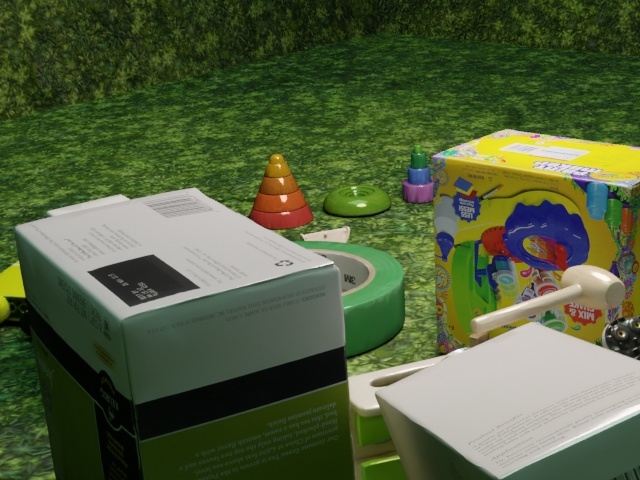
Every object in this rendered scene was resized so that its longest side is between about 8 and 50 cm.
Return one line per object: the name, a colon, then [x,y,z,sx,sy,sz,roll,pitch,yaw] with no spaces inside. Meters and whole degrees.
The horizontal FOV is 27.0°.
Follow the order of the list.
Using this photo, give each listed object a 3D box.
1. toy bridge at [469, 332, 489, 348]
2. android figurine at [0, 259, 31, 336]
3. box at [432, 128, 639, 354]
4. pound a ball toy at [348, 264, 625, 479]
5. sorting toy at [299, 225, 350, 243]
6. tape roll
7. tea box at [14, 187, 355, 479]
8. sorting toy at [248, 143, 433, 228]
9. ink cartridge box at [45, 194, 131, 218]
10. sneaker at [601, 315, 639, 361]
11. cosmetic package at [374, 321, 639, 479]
toy bridge: [0.270,0.160,1.659,0.188,0.063,0.026,11,23,40]
android figurine: [-0.415,0.076,2.050,0.248,0.056,0.273,2,19,15]
box: [0.314,0.022,1.730,0.290,0.279,0.177,12,23,40]
pound a ball toy: [0.170,0.148,1.468,0.319,0.208,0.136,-12,17,-18]
sorting toy: [0.000,0.000,2.241,0.083,0.044,0.075,-10,12,-18]
tape roll: [-0.039,0.084,1.927,0.321,0.077,0.321,-3,19,1]
tea box: [-0.138,0.152,1.337,0.220,0.323,0.329,-13,21,-25]
sorting toy: [0.041,-0.115,2.446,0.366,0.126,0.127,-10,19,-16]
ink cartridge box: [-0.253,0.077,1.777,0.122,0.211,0.289,-14,20,-26]
sneaker: [0.414,0.155,1.520,0.237,0.085,0.086,22,-32,-17]
cosmetic package: [0.203,0.195,1.209,0.197,0.155,0.365,-23,8,-9]
